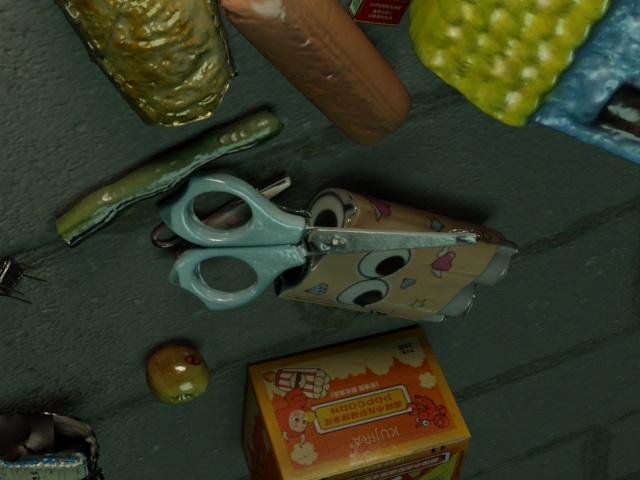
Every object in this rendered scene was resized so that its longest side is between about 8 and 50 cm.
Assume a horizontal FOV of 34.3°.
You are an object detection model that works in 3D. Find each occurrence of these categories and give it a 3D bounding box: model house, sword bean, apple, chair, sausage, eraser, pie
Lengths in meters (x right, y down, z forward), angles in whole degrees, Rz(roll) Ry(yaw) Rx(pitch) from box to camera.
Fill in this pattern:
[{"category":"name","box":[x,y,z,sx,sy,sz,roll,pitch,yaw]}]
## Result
[{"category":"model house","box":[0.237,-0.237,0.943,0.303,0.215,0.237,17,135,-14]},{"category":"sword bean","box":[-0.162,-0.068,1.099,0.269,0.038,0.043,-27,140,4]},{"category":"apple","box":[-0.191,0.181,1.385,0.084,0.071,0.084,-14,144,-10]},{"category":"chair","box":[-0.350,0.042,1.149,0.086,0.042,0.037,8,149,18]},{"category":"sausage","box":[0.001,-0.181,0.996,0.086,0.086,0.289,-33,143,15]},{"category":"eraser","box":[0.097,0.022,1.320,0.291,0.087,0.171,12,134,-39]},{"category":"pie","box":[-0.154,-0.205,0.895,0.129,0.068,0.282,-24,141,1]}]

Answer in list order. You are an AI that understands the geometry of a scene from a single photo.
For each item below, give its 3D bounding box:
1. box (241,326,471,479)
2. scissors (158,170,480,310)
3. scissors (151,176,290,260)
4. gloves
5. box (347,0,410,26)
[{"category":"box","box":[0.043,0.308,1.568,0.284,0.213,0.259,-12,146,-15]},{"category":"scissors","box":[0.000,-0.001,1.174,0.360,0.029,0.191,-2,125,1]},{"category":"scissors","box":[-0.108,-0.027,1.197,0.176,0.022,0.085,-30,138,15]},{"category":"gloves","box":[-0.406,0.354,1.443,0.210,0.135,0.312,-15,147,-18]},{"category":"box","box":[0.066,-0.246,0.999,0.052,0.023,0.082,-2,141,-30]}]
